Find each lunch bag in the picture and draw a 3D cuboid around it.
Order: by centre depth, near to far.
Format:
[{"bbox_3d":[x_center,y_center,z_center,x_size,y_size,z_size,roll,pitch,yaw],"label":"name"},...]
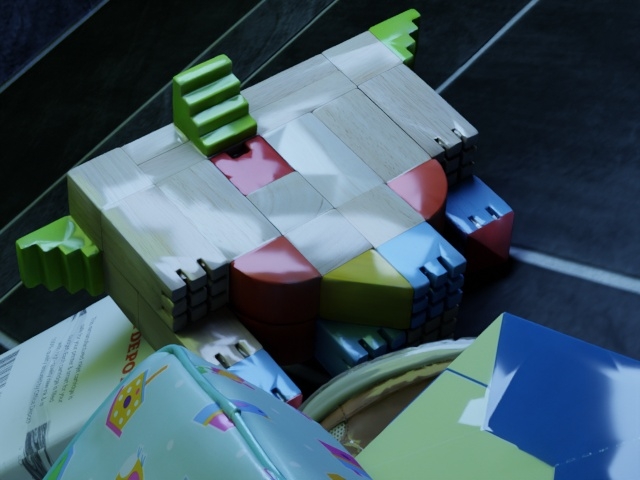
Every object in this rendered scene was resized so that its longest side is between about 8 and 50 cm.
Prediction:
[{"bbox_3d":[-0.064,0.186,0.789,0.224,0.108,0.279,-57,27,2],"label":"lunch bag"}]

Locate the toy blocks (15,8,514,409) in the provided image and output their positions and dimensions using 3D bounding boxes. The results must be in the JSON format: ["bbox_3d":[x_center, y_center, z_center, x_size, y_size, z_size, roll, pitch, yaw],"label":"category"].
[{"bbox_3d":[0.000,0.000,1.306,0.381,0.191,0.261,-28,56,-25],"label":"toy blocks"}]

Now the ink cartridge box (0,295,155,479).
[{"bbox_3d":[-0.204,0.159,1.429,0.272,0.115,0.198,-28,26,19],"label":"ink cartridge box"}]

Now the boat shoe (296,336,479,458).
[{"bbox_3d":[0.011,0.178,1.131,0.324,0.122,0.120,-30,55,19],"label":"boat shoe"}]

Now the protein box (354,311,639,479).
[{"bbox_3d":[0.145,0.168,0.831,0.136,0.201,0.200,-42,24,-14],"label":"protein box"}]
